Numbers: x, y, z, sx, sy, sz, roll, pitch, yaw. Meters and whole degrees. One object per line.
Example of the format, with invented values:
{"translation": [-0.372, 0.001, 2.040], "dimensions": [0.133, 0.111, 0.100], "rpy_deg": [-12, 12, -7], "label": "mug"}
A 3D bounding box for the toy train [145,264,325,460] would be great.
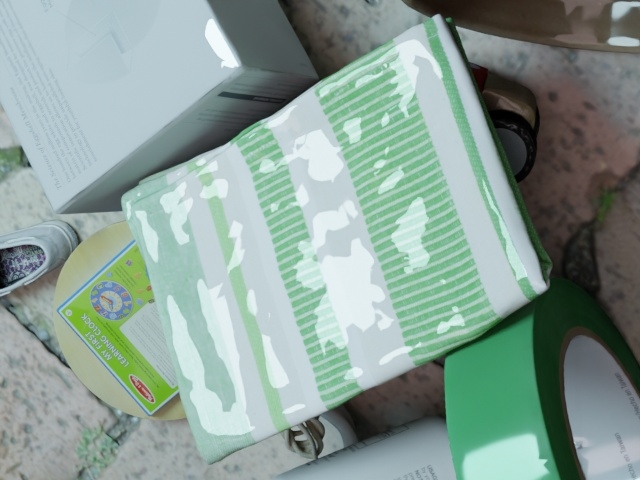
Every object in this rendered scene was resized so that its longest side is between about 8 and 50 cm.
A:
{"translation": [-0.077, 0.109, 1.150], "dimensions": [0.143, 0.105, 0.248], "rpy_deg": [5, 113, 46], "label": "toy train"}

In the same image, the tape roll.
{"translation": [0.207, 0.190, 0.972], "dimensions": [0.077, 0.321, 0.321], "rpy_deg": [-24, 96, 26], "label": "tape roll"}

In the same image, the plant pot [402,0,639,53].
{"translation": [0.199, -0.270, 0.905], "dimensions": [0.263, 0.263, 0.229], "rpy_deg": [9, 89, 18], "label": "plant pot"}

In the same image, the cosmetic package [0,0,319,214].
{"translation": [-0.162, -0.174, 1.086], "dimensions": [0.224, 0.138, 0.224], "rpy_deg": [-33, 77, 25], "label": "cosmetic package"}

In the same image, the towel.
{"translation": [0.000, 0.000, 0.976], "dimensions": [0.324, 0.038, 0.248], "rpy_deg": [-28, 70, 24], "label": "towel"}

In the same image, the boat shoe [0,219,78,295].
{"translation": [-0.332, 0.031, 1.276], "dimensions": [0.184, 0.063, 0.066], "rpy_deg": [-13, 101, 24], "label": "boat shoe"}

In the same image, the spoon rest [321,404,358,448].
{"translation": [-0.044, 0.275, 1.213], "dimensions": [0.084, 0.137, 0.276], "rpy_deg": [31, 102, -9], "label": "spoon rest"}

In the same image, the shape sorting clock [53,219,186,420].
{"translation": [-0.165, 0.079, 1.238], "dimensions": [0.206, 0.040, 0.206], "rpy_deg": [2, 102, 9], "label": "shape sorting clock"}

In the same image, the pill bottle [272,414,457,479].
{"translation": [0.083, 0.226, 1.090], "dimensions": [0.229, 0.131, 0.131], "rpy_deg": [-20, 99, -11], "label": "pill bottle"}

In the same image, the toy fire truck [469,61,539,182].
{"translation": [0.043, -0.066, 1.073], "dimensions": [0.246, 0.158, 0.217], "rpy_deg": [21, 113, 3], "label": "toy fire truck"}
